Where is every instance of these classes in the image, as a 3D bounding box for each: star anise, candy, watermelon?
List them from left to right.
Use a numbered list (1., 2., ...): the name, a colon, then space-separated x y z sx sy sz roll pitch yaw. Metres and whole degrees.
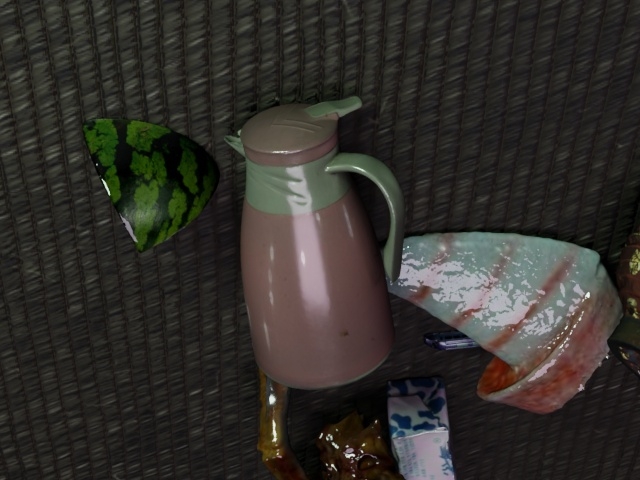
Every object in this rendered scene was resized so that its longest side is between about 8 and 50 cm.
1. watermelon: -0.174 -0.063 1.223 0.135 0.125 0.094 45 151 -7
2. star anise: 0.014 0.275 1.491 0.148 0.237 0.346 -28 114 -18
3. candy: 0.121 0.244 1.524 0.073 0.092 0.160 -9 132 4

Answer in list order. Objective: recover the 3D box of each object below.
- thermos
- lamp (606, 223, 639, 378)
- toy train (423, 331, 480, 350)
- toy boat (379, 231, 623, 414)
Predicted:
1. thermos: 0.000 0.000 1.240 0.176 0.146 0.265 9 128 22
2. lamp: 0.412 0.060 1.303 0.247 0.247 0.247 -4 134 -4
3. toy train: 0.158 0.112 1.454 0.083 0.017 0.017 -5 133 -2
4. toy boat: 0.179 0.060 1.377 0.282 0.096 0.206 30 110 -15
